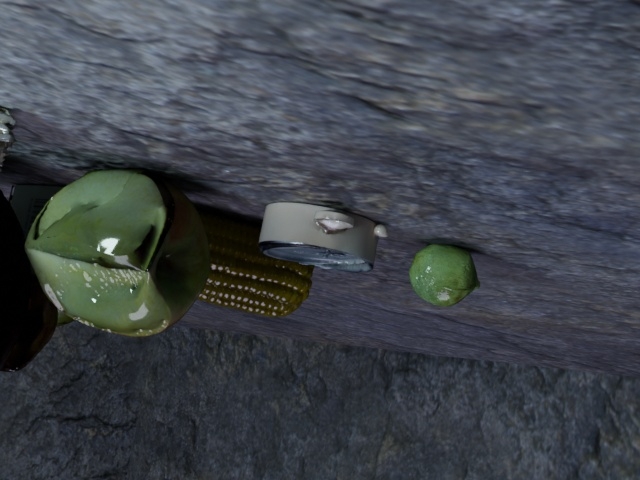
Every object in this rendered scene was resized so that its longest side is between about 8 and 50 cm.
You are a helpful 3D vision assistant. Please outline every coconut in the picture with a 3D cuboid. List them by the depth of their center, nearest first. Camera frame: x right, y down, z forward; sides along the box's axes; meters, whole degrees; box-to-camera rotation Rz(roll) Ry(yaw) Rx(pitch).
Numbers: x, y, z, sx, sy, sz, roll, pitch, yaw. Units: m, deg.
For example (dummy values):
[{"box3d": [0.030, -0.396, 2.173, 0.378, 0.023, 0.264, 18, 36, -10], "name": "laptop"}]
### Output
[{"box3d": [0.165, 0.046, 1.483, 0.096, 0.088, 0.088, 17, 170, -5], "name": "coconut"}]

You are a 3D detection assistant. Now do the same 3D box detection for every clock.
[{"box3d": [0.000, 0.000, 1.451, 0.155, 0.063, 0.229, 13, 171, -10], "name": "clock"}]

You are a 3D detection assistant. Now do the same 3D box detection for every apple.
[{"box3d": [-0.242, 0.012, 1.392, 0.188, 0.207, 0.174, 7, -162, 30], "name": "apple"}]

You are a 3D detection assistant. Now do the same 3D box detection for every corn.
[{"box3d": [-0.175, 0.020, 1.569, 0.344, 0.131, 0.131, 15, 170, -21], "name": "corn"}]

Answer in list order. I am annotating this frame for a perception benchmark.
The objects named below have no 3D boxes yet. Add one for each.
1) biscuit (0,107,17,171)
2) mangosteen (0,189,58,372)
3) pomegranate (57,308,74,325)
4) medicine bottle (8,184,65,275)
[{"box3d": [-0.441, -0.127, 1.189, 0.238, 0.062, 0.108, 12, 170, -11], "name": "biscuit"}, {"box3d": [-0.535, 0.059, 1.428, 0.382, 0.382, 0.435, 8, 164, 14], "name": "mangosteen"}, {"box3d": [-0.516, 0.064, 2.108, 0.210, 0.179, 0.179, 29, 168, -7], "name": "pomegranate"}, {"box3d": [-0.341, 0.015, 1.683, 0.141, 0.137, 0.250, 5, 169, 37], "name": "medicine bottle"}]
